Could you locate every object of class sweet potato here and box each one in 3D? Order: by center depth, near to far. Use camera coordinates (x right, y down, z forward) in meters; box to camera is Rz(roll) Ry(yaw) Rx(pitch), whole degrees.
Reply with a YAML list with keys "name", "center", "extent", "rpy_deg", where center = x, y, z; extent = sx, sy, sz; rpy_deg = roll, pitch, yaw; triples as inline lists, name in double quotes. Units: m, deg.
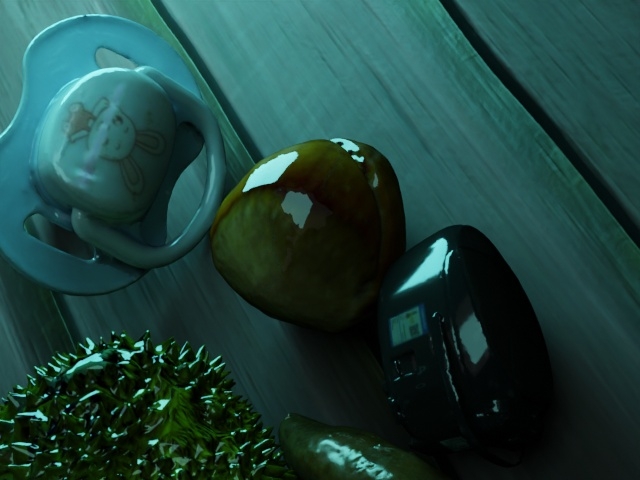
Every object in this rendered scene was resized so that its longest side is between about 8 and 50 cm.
- name: "sweet potato"
  center: [0.060, 0.213, 1.098]
  extent: [0.097, 0.097, 0.292]
  rpy_deg: [-49, 53, -5]

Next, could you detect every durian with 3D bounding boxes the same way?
- name: "durian"
  center: [-0.161, 0.196, 1.114]
  extent: [0.291, 0.224, 0.291]
  rpy_deg: [-10, 19, 3]

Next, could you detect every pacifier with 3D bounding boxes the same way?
- name: "pacifier"
  center: [-0.231, -0.076, 1.358]
  extent: [0.226, 0.238, 0.287]
  rpy_deg: [-9, 60, 57]

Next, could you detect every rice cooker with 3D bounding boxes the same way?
- name: "rice cooker"
  center: [0.118, 0.088, 1.110]
  extent: [0.118, 0.142, 0.203]
  rpy_deg: [-23, 55, 27]

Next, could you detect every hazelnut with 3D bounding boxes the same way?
- name: "hazelnut"
  center: [0.000, 0.000, 1.205]
  extent: [0.182, 0.182, 0.182]
  rpy_deg: [-11, 60, 20]
